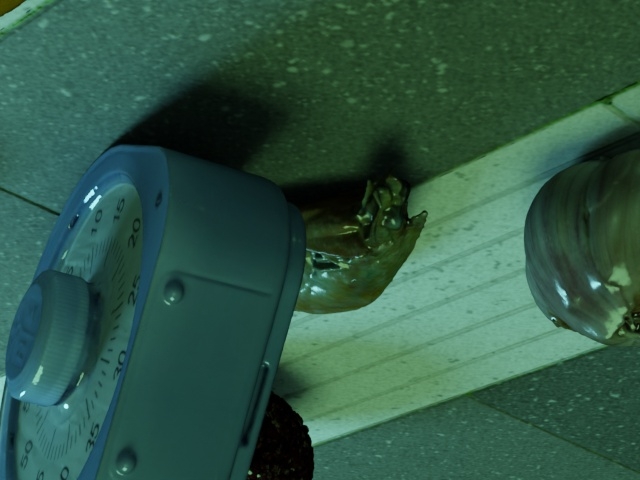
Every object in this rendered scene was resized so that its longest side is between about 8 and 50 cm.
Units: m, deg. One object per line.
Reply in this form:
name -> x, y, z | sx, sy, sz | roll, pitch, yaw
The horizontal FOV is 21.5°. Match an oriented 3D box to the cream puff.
cream puff -> -0.125, 0.245, 1.937 | 0.239, 0.164, 0.239 | 1, 147, 1

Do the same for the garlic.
garlic -> 0.297, 0.037, 1.496 | 0.207, 0.256, 0.207 | -26, -174, 3

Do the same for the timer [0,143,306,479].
timer -> -0.184, 0.102, 1.476 | 0.173, 0.394, 0.395 | 16, 149, -25

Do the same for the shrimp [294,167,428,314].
shrimp -> 0.000, 0.000, 1.570 | 0.168, 0.077, 0.317 | 11, 154, -11

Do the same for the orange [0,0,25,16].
orange -> -0.247, -0.236, 0.995 | 0.240, 0.240, 0.240 | 2, 152, 1
